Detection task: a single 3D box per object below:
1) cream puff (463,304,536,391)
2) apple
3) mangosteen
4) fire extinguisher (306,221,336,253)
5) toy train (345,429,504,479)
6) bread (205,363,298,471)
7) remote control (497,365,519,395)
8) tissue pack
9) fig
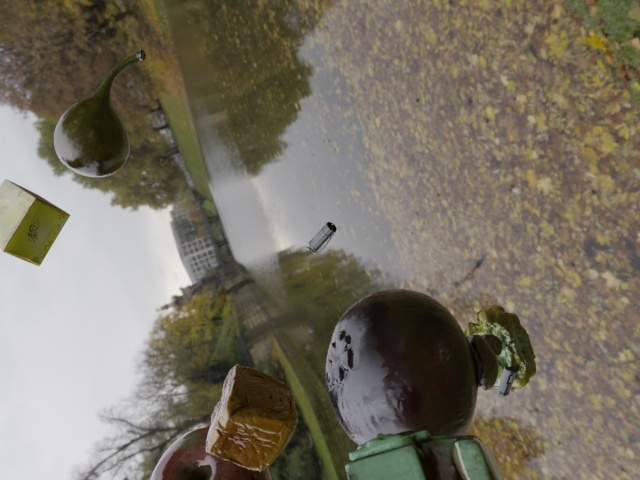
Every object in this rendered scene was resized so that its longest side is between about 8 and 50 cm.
[{"bbox_3d":[0.459,0.286,1.344,0.195,0.194,0.221,109,146,-73],"label":"cream puff"},{"bbox_3d":[-0.270,0.649,1.287,0.345,0.344,0.269,-124,15,-50],"label":"apple"},{"bbox_3d":[0.151,0.236,0.903,0.293,0.297,0.297,26,-159,-38],"label":"mangosteen"},{"bbox_3d":[0.000,0.000,1.029,0.083,0.025,0.038,-45,54,34],"label":"fire extinguisher"},{"bbox_3d":[0.126,0.328,0.441,0.129,0.159,0.326,44,-152,-65],"label":"toy train"},{"bbox_3d":[-0.145,0.371,1.067,0.143,0.158,0.149,-64,18,12],"label":"bread"},{"bbox_3d":[0.408,0.309,1.110,0.016,0.034,0.091,-95,3,-54],"label":"remote control"},{"bbox_3d":[-0.492,-0.034,0.836,0.176,0.095,0.062,21,170,42],"label":"tissue pack"},{"bbox_3d":[-0.364,-0.221,0.861,0.236,0.124,0.124,-64,23,8],"label":"fig"}]
